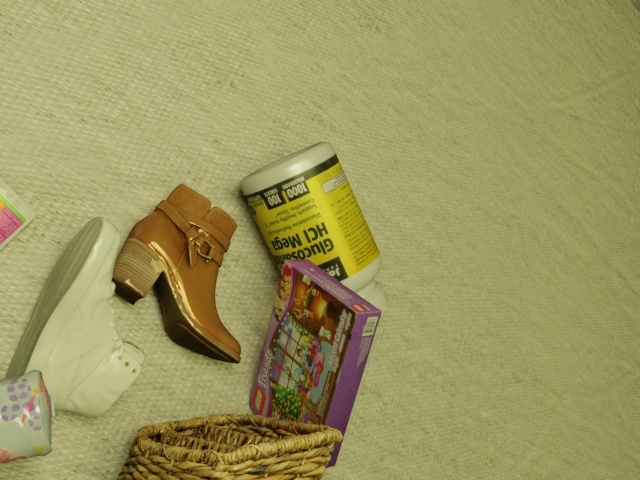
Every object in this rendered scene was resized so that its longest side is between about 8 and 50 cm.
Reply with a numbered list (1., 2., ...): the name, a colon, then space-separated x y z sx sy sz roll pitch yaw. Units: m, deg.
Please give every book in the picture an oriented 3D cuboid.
1. book: -0.494 -0.020 0.921 0.096 0.035 0.144 51 57 -22

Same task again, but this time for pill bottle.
1. pill bottle: 0.000 0.000 1.212 0.188 0.188 0.334 -33 103 -37

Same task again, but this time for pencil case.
1. pencil case: -0.473 0.240 0.792 0.273 0.124 0.113 -9 72 -21

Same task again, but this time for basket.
1. basket: -0.159 0.327 0.959 0.213 0.299 0.223 38 63 -26

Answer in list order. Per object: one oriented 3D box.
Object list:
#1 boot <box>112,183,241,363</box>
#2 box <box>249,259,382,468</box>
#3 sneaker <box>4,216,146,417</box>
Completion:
1. boot: -0.204 0.060 1.108 0.283 0.109 0.220 41 55 -18
2. box: -0.019 0.203 1.080 0.057 0.201 0.293 1 112 -39
3. sneaker: -0.329 0.121 0.964 0.169 0.108 0.292 26 89 -36
